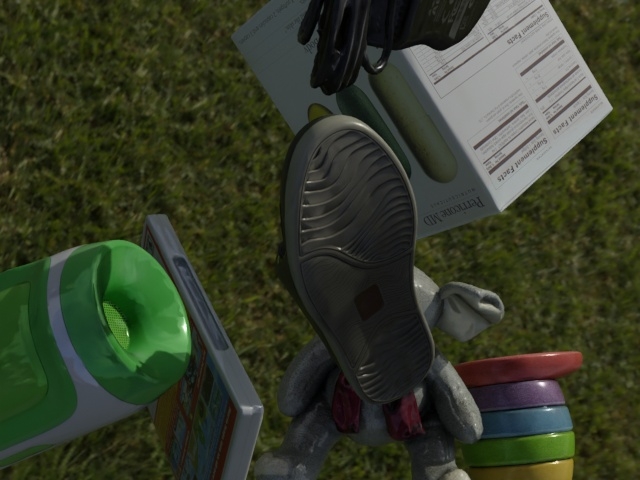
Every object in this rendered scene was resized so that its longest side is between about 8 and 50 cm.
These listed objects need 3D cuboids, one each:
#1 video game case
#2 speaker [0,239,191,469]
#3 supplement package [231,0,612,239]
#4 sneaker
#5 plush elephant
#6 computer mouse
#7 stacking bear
[{"bbox_3d":[-0.136,0.136,0.961,0.025,0.204,0.285,-5,40,-27],"label":"video game case"},{"bbox_3d":[-0.246,0.105,0.709,0.131,0.297,0.131,50,26,-35],"label":"speaker"},{"bbox_3d":[0.095,-0.161,0.922,0.198,0.199,0.262,-39,99,-33],"label":"supplement package"},{"bbox_3d":[0.000,0.000,0.603,0.083,0.222,0.118,-28,44,-15],"label":"sneaker"},{"bbox_3d":[0.082,0.143,1.204,0.272,0.255,0.330,9,45,12],"label":"plush elephant"},{"bbox_3d":[0.052,-0.178,0.535,0.072,0.188,0.272,26,15,14],"label":"computer mouse"},{"bbox_3d":[0.273,0.305,1.300,0.164,0.175,0.289,10,70,-54],"label":"stacking bear"}]
